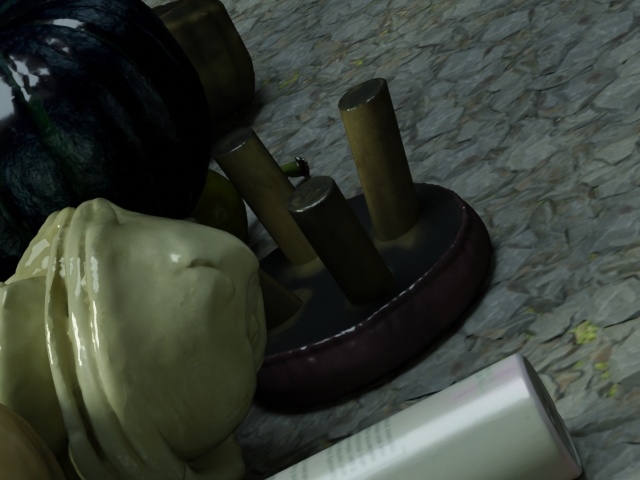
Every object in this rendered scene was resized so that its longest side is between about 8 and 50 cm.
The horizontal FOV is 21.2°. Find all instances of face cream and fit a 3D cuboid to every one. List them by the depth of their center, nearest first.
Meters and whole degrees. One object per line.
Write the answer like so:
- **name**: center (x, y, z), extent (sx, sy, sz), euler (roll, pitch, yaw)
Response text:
- **face cream**: center (0.011, 0.199, 1.211), extent (0.345, 0.102, 0.102), euler (-29, 22, 11)

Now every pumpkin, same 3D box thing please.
- **pumpkin**: center (-0.279, -0.090, 1.639), extent (0.363, 0.266, 0.363), euler (-21, 28, 11)

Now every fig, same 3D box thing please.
- **fig**: center (-0.118, -0.049, 1.847), extent (0.151, 0.151, 0.259), euler (-9, 28, 44)

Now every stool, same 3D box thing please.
- **stool**: center (0.000, 0.000, 1.533), extent (0.272, 0.178, 0.272), euler (-27, 24, 13)

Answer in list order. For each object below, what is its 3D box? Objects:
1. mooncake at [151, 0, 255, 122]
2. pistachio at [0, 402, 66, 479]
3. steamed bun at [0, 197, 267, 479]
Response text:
- **mooncake**: center (-0.234, -0.212, 2.234), extent (0.290, 0.161, 0.290), euler (-19, 11, 4)
- **pistachio**: center (-0.255, 0.257, 1.249), extent (0.181, 0.293, 0.162), euler (5, -21, -43)
- **steamed bun**: center (-0.180, 0.119, 1.398), extent (0.289, 0.276, 0.203), euler (-3, 30, 40)
